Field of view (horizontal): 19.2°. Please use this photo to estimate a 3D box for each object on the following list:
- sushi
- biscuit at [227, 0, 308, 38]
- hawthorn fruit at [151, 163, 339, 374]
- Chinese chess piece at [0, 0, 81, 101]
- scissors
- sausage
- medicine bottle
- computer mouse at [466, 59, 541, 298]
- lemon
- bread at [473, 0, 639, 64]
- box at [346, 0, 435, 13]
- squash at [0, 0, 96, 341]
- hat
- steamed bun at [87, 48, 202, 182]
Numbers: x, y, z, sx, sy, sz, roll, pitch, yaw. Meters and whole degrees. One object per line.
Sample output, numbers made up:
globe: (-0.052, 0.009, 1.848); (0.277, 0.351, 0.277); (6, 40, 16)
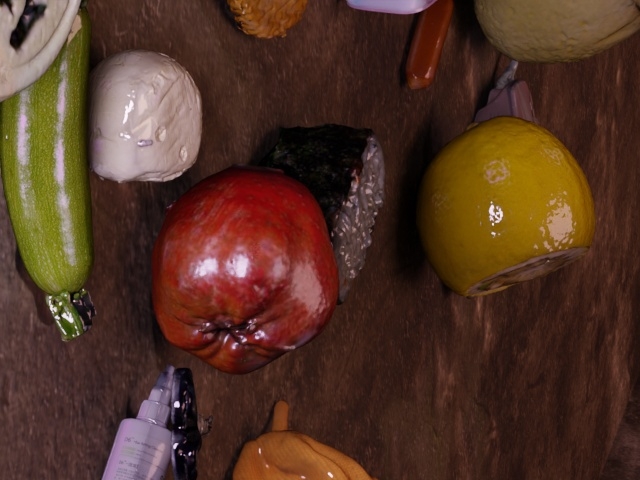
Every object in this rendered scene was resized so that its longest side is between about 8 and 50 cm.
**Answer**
sushi: (-0.011, -0.028, 1.985); (0.225, 0.127, 0.124); (-71, 158, -46)
biscuit: (-0.046, -0.325, 1.898); (0.254, 0.035, 0.254); (10, 90, -69)
hawthorn fruit: (-0.075, 0.015, 1.793); (0.185, 0.185, 0.202); (73, 15, -51)
Chinese chess piece: (-0.252, -0.213, 1.295); (0.250, 0.101, 0.250); (8, 90, -69)
scissors: (-0.120, 0.181, 1.820); (0.300, 0.022, 0.109); (66, 23, -83)
sausage: (0.137, -0.251, 2.415); (0.039, 0.041, 0.131); (107, -1, -72)
medicine bottle: (-0.170, 0.208, 1.760); (0.057, 0.058, 0.199); (58, 44, -61)
computer mouse: (0.277, -0.094, 2.765); (0.199, 0.115, 0.389); (56, 47, -66)
lemon: (0.238, -0.053, 2.515); (0.240, 0.240, 0.219); (10, 60, -70)
bread: (0.329, -0.394, 2.620); (0.320, 0.237, 0.320); (-6, 90, -75)
box: (0.092, -0.456, 2.108); (0.190, 0.112, 0.369); (-55, 148, -52)
squash: (-0.214, -0.074, 1.484); (0.071, 0.080, 0.318); (-12, 118, -28)
hat: (-0.025, 0.287, 2.107); (0.244, 0.233, 0.233); (86, -6, -61)
steamed bun: (-0.159, -0.106, 1.603); (0.130, 0.091, 0.112); (-27, 120, -63)
